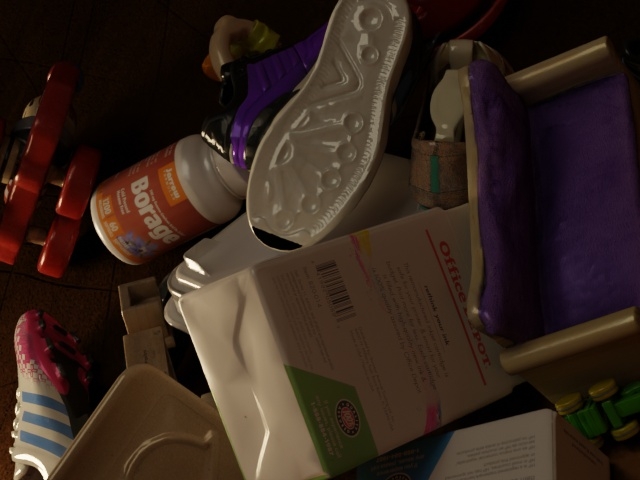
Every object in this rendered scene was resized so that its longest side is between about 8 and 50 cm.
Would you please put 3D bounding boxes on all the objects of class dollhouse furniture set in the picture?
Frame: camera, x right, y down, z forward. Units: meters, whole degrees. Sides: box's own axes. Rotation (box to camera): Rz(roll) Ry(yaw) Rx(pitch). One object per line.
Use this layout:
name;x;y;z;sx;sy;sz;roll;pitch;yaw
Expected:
dollhouse furniture set;-0.033;0.151;1.840;0.355;0.174;0.303;-14;33;-4

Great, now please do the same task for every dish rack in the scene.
dish rack;0.000;0.000;1.794;0.333;0.072;0.285;-38;35;-28

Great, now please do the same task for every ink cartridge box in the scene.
ink cartridge box;0.054;0.095;1.570;0.119;0.353;0.207;-24;85;45
ink cartridge box;0.148;0.338;1.483;0.223;0.129;0.308;-18;51;31

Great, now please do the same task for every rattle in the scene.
rattle;-0.112;-0.185;2.103;0.142;0.130;0.200;-26;63;29

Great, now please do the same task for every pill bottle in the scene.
pill bottle;-0.179;-0.062;2.051;0.216;0.121;0.121;-26;47;26

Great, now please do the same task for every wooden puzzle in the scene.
wooden puzzle;-0.138;0.347;1.635;0.322;0.347;0.080;-55;-2;-3

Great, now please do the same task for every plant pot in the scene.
plant pot;0.120;-0.325;1.930;0.191;0.174;0.191;-25;38;21

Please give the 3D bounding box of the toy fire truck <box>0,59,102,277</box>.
toy fire truck;-0.389;-0.116;2.183;0.302;0.169;0.254;117;165;-45

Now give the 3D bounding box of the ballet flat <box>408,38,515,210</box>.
ballet flat;0.159;-0.159;1.780;0.107;0.106;0.316;-2;38;13

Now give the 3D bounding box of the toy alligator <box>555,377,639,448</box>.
toy alligator;0.293;0.157;1.549;0.189;0.056;0.051;-26;7;25

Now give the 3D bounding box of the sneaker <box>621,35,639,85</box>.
sneaker;0.405;-0.210;1.688;0.188;0.078;0.067;-15;53;32

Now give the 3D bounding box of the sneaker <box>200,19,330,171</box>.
sneaker;-0.049;-0.202;1.976;0.146;0.102;0.293;20;51;20

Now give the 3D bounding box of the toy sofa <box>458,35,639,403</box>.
toy sofa;0.251;-0.035;1.624;0.150;0.177;0.363;-20;50;28

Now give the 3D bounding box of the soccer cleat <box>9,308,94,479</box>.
soccer cleat;-0.345;0.220;1.999;0.143;0.116;0.331;-41;43;9

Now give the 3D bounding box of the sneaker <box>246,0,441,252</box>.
sneaker;0.026;-0.124;1.811;0.130;0.236;0.323;22;85;8

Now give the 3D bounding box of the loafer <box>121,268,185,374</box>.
loafer;-0.202;0.112;2.006;0.170;0.062;0.061;-60;21;-15
